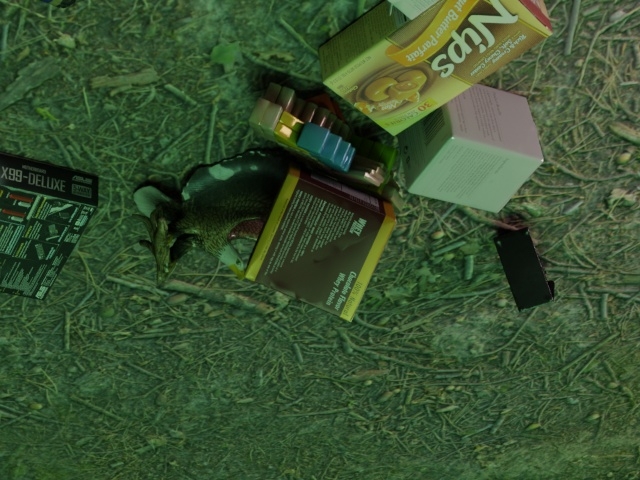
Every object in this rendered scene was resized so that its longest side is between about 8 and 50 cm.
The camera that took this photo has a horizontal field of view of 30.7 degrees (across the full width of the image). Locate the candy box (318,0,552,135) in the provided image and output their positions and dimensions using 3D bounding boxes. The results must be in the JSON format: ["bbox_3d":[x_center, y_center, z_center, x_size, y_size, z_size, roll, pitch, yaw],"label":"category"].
[{"bbox_3d":[0.175,-0.309,1.809,0.316,0.087,0.183,-32,137,28],"label":"candy box"}]

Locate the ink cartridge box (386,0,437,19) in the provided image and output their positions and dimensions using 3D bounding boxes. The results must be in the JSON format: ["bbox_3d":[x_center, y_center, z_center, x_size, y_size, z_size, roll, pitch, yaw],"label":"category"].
[{"bbox_3d":[0.137,-0.398,1.682,0.143,0.092,0.090,-32,136,29],"label":"ink cartridge box"}]

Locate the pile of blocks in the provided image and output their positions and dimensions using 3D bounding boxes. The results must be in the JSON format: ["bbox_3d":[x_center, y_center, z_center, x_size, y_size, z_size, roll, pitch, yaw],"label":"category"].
[{"bbox_3d":[0.035,-0.169,1.939,0.149,0.112,0.362,15,170,44],"label":"pile of blocks"}]

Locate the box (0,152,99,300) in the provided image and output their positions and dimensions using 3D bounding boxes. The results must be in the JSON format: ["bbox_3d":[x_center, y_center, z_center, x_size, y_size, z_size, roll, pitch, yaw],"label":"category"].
[{"bbox_3d":[-0.559,-0.023,2.073,0.243,0.076,0.307,13,138,-25],"label":"box"}]

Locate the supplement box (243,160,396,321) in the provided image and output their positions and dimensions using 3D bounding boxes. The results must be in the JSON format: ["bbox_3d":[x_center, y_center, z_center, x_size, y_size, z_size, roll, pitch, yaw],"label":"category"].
[{"bbox_3d":[0.000,0.000,1.947,0.194,0.129,0.191,23,102,-4],"label":"supplement box"}]

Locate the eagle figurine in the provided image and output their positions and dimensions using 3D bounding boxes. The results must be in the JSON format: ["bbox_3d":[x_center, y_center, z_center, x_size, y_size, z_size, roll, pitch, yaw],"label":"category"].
[{"bbox_3d":[-0.167,-0.030,2.079,0.298,0.225,0.226,-26,-166,-24],"label":"eagle figurine"}]

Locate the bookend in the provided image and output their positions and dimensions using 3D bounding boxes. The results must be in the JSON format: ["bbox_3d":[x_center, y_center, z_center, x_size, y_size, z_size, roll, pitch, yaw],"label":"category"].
[{"bbox_3d":[0.405,0.044,2.314,0.072,0.156,0.157,-19,-174,15],"label":"bookend"}]

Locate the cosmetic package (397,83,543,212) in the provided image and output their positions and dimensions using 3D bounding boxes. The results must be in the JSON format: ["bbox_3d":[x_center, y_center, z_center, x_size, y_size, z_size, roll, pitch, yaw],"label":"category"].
[{"bbox_3d":[0.249,-0.162,1.964,0.184,0.151,0.151,13,139,-23],"label":"cosmetic package"}]

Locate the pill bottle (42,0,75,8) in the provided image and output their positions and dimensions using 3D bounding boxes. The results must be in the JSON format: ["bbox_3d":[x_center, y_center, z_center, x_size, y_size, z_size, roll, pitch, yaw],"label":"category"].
[{"bbox_3d":[-0.420,-0.404,1.554,0.219,0.122,0.123,18,136,-30],"label":"pill bottle"}]
